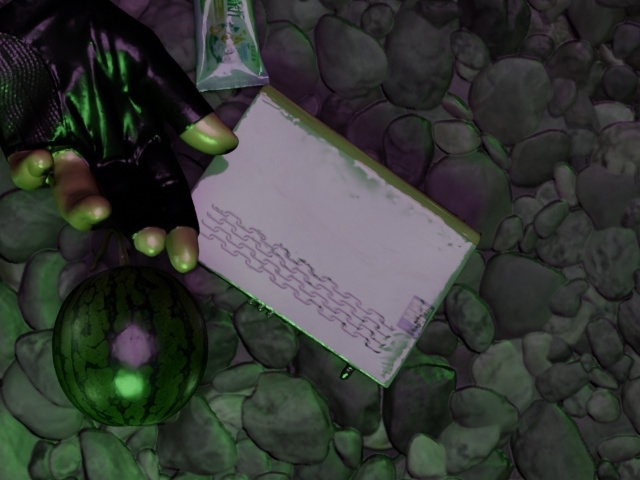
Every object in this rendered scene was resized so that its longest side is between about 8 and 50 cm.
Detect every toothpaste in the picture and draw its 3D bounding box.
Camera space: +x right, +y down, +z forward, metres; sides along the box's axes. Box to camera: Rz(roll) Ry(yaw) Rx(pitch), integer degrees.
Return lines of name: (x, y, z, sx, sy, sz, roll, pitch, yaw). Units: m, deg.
toothpaste: (-0.103, -0.298, 1.034, 0.075, 0.048, 0.297, -6, 91, -13)

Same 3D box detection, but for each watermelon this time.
watermelon: (-0.177, 0.076, 0.946, 0.140, 0.141, 0.187, -10, 84, -10)

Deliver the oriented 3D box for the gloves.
gloves: (-0.193, -0.100, 0.943, 0.197, 0.152, 0.301, -30, 66, 0)

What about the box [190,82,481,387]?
box: (0.000, 0.000, 1.027, 0.270, 0.045, 0.211, 33, 82, -6)
